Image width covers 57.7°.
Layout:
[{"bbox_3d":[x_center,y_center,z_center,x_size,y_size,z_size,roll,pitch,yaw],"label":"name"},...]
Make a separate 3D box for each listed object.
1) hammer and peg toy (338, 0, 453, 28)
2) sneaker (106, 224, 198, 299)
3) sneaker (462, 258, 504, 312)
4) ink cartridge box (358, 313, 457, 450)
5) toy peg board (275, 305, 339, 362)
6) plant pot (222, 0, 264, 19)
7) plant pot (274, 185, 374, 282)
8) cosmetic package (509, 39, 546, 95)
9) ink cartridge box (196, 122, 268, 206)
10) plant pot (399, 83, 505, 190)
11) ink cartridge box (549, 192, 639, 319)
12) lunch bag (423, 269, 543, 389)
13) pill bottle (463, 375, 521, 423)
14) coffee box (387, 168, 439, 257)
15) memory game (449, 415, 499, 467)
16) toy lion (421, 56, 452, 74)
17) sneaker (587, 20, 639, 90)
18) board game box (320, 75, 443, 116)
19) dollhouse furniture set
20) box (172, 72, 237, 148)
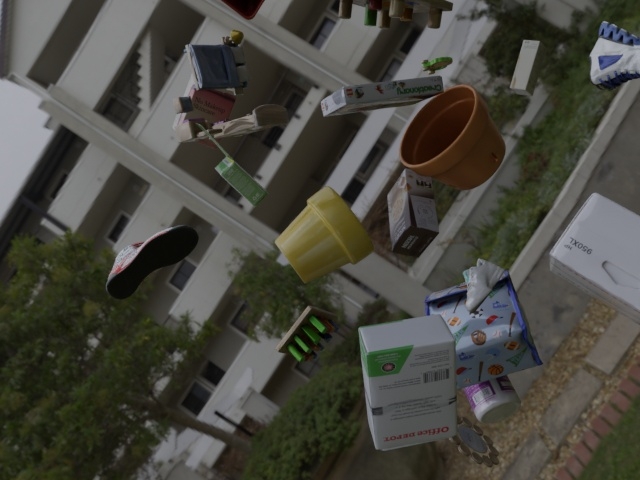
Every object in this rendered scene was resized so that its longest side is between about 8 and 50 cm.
[{"bbox_3d":[0.169,-0.666,1.594,0.361,0.266,0.127,-9,-70,-46],"label":"hammer and peg toy"},{"bbox_3d":[-0.422,0.025,1.461,0.270,0.090,0.145,-37,27,9],"label":"sneaker"},{"bbox_3d":[0.433,0.121,1.624,0.212,0.094,0.080,-39,-19,-47],"label":"sneaker"},{"bbox_3d":[0.212,0.344,1.407,0.121,0.211,0.289,-107,10,-65],"label":"ink cartridge box"},{"bbox_3d":[-0.018,0.288,1.687,0.161,0.079,0.160,-52,-34,6],"label":"toy peg board"},{"bbox_3d":[-0.205,-0.747,1.442,0.267,0.267,0.236,-51,18,18],"label":"plant pot"},{"bbox_3d":[0.000,0.000,1.802,0.239,0.254,0.254,-37,-9,-3],"label":"plant pot"},{"bbox_3d":[0.488,-0.404,1.366,0.060,0.041,0.115,8,-81,-54],"label":"cosmetic package"},{"bbox_3d":[-0.241,-0.192,1.469,0.056,0.235,0.171,-47,19,-2],"label":"ink cartridge box"},{"bbox_3d":[0.407,-0.285,1.728,0.291,0.203,0.291,-39,32,30],"label":"plant pot"},{"bbox_3d":[0.688,0.063,1.313,0.166,0.285,0.395,-57,-22,6],"label":"ink cartridge box"},{"bbox_3d":[0.544,0.276,2.028,0.327,0.239,0.385,-20,31,18],"label":"lunch bag"},{"bbox_3d":[0.598,0.505,2.152,0.169,0.169,0.302,-62,33,37],"label":"pill bottle"},{"bbox_3d":[0.291,-0.088,1.851,0.141,0.098,0.247,119,159,-47],"label":"coffee box"},{"bbox_3d":[0.423,0.560,1.633,0.012,0.186,0.186,-58,-7,19],"label":"memory game"},{"bbox_3d":[0.379,-0.566,1.864,0.100,0.096,0.034,-9,-88,-62],"label":"toy lion"},{"bbox_3d":[0.945,-0.528,1.782,0.127,0.315,0.182,5,-56,-35],"label":"sneaker"},{"bbox_3d":[0.175,-0.418,1.687,0.305,0.053,0.193,-11,5,-17],"label":"board game box"},{"bbox_3d":[-0.265,-0.451,1.626,0.198,0.303,0.286,-7,9,37],"label":"dollhouse furniture set"},{"bbox_3d":[-0.397,-0.459,2.013,0.232,0.148,0.127,-66,29,14],"label":"box"}]
